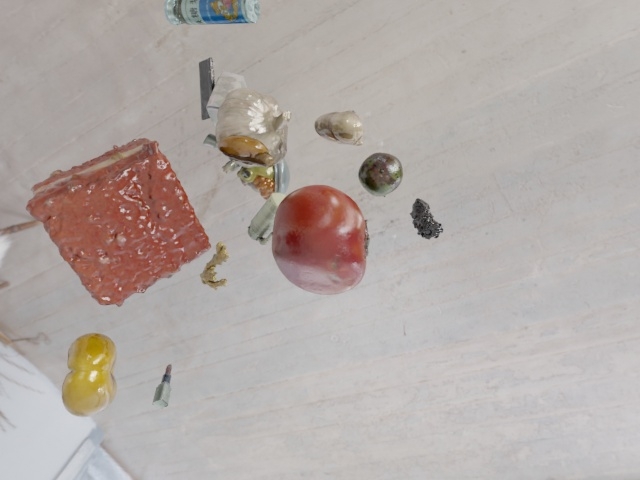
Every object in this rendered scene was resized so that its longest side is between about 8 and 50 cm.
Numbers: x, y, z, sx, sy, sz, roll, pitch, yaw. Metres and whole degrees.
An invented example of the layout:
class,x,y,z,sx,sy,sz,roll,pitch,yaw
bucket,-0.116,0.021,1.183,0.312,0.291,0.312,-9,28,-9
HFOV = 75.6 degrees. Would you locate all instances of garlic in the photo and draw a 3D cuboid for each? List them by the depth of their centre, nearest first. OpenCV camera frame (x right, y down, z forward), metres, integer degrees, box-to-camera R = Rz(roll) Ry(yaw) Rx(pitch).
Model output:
class,x,y,z,sx,sy,sz,roll,pitch,yaw
garlic,-0.143,-0.292,1.067,0.212,0.218,0.219,-2,122,41
garlic,0.059,-0.320,1.153,0.124,0.174,0.099,-1,103,-29

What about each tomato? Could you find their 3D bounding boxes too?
class,x,y,z,sx,sy,sz,roll,pitch,yaw
tomato,0.000,0.000,1.237,0.289,0.293,0.325,1,155,3

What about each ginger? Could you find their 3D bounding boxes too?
class,x,y,z,sx,sy,sz,roll,pitch,yaw
ginger,-0.468,0.118,1.827,0.176,0.052,0.193,-26,78,9

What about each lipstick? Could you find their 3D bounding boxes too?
class,x,y,z,sx,sy,sz,roll,pitch,yaw
lipstick,-0.333,0.308,0.885,0.025,0.107,0.025,-28,120,7

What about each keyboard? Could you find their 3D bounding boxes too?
class,x,y,z,sx,sy,sz,roll,pitch,yaw
keyboard,-0.430,-0.576,1.572,0.072,0.023,0.231,-6,86,32

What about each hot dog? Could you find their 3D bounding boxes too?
class,x,y,z,sx,sy,sz,roll,pitch,yaw
hot dog,-0.170,-0.205,0.962,0.140,0.090,0.060,10,87,4

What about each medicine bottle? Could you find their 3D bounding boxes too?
class,x,y,z,sx,sy,sz,roll,pitch,yaw
medicine bottle,-0.201,-0.424,0.757,0.191,0.051,0.051,12,123,25

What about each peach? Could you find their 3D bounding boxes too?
class,x,y,z,sx,sy,sz,roll,pitch,yaw
peach,-0.507,0.295,0.912,0.103,0.179,0.179,1,126,-25

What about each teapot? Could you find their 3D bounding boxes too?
class,x,y,z,sx,sy,sz,roll,pitch,yaw
teapot,-0.181,-0.068,1.476,0.200,0.077,0.107,-45,64,37

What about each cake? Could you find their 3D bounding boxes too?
class,x,y,z,sx,sy,sz,roll,pitch,yaw
cake,-0.453,-0.060,0.936,0.269,0.319,0.270,-31,119,-21

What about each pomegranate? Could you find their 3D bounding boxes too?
class,x,y,z,sx,sy,sz,roll,pitch,yaw
pomegranate,0.202,-0.207,1.330,0.148,0.169,0.149,-3,84,30

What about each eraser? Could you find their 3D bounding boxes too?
class,x,y,z,sx,sy,sz,roll,pitch,yaw
eraser,-0.300,-0.453,1.464,0.082,0.397,0.213,-14,127,6

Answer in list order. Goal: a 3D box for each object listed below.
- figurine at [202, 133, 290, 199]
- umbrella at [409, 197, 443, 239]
class,x,y,z,sx,sy,sz,roll,pitch,yaw
figurine,-0.290,-0.323,1.686,0.381,0.224,0.205,30,96,-23
umbrella,0.449,-0.095,1.810,0.110,0.272,0.122,-21,117,7
